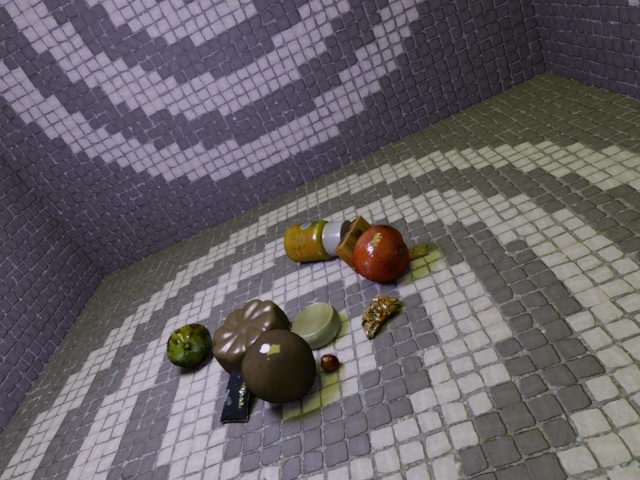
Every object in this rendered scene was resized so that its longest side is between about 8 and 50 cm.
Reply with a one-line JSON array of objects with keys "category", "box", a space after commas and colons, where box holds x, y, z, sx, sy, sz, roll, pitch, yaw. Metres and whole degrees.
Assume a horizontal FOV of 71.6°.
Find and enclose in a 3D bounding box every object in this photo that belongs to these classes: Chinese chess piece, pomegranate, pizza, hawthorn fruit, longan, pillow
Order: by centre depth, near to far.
[{"category": "longan", "box": [-0.161, 0.496, 1.755, 0.297, 0.297, 0.297, -22, 28, 12]}, {"category": "hawthorn fruit", "box": [0.035, 0.492, 1.792, 0.077, 0.077, 0.077, -22, 28, 12]}, {"category": "pillow", "box": [-0.347, 0.646, 1.847, 0.141, 0.055, 0.209, -13, 55, 26]}, {"category": "pizza", "box": [0.235, 0.314, 1.912, 0.226, 0.069, 0.147, -40, 32, -21]}, {"category": "Chinese chess piece", "box": [-0.023, 0.384, 2.005, 0.237, 0.092, 0.238, -21, 29, 13]}, {"category": "hawthorn fruit", "box": [0.261, 0.079, 2.106, 0.307, 0.276, 0.276, -29, 24, 32]}, {"category": "pomegranate", "box": [-0.668, 0.512, 2.253, 0.221, 0.204, 0.276, -15, 27, -13]}]

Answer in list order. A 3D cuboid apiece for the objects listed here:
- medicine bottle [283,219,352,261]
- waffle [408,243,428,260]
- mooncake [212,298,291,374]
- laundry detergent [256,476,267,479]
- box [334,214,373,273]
[{"category": "medicine bottle", "box": [0.000, 0.000, 2.488, 0.384, 0.224, 0.224, -7, 34, 36]}, {"category": "waffle", "box": [0.460, 0.062, 2.183, 0.134, 0.021, 0.092, -19, 30, 16]}, {"category": "mooncake", "box": [-0.315, 0.448, 2.049, 0.378, 0.201, 0.379, -23, 28, 13]}, {"category": "laundry detergent", "box": [-0.285, 0.876, 1.409, 0.289, 0.094, 0.143, -36, 25, -13]}, {"category": "box", "box": [0.201, 0.018, 2.318, 0.076, 0.174, 0.274, -33, 17, 45]}]
